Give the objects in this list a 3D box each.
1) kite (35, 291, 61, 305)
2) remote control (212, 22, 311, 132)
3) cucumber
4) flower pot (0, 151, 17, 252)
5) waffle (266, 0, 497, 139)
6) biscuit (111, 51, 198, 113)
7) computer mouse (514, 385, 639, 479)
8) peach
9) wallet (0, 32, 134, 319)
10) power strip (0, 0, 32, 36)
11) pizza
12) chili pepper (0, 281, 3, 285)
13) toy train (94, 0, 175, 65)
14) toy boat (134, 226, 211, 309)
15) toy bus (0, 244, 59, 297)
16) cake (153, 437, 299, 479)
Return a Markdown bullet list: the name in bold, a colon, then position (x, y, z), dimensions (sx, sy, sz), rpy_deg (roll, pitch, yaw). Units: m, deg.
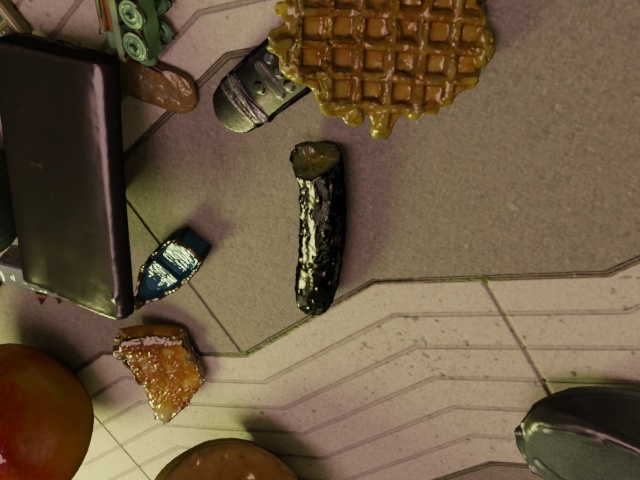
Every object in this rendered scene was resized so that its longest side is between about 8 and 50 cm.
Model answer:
- **kite**: position (-0.523, 0.086, 1.625), dimensions (0.090, 0.004, 0.122), rpy_deg (47, 132, -12)
- **remote control**: position (-0.044, -0.221, 1.100), dimensions (0.266, 0.066, 0.090), rpy_deg (-28, 96, 44)
- **cucumber**: position (0.000, 0.000, 1.238), dimensions (0.081, 0.072, 0.303), rpy_deg (21, 134, 25)
- **flower pot**: position (-0.598, -0.082, 1.425), dimensions (0.189, 0.157, 0.243), rpy_deg (-5, 122, 29)
- **waffle**: position (0.077, -0.236, 0.963), dimensions (0.243, 0.059, 0.238), rpy_deg (-37, 113, 13)
- **biscuit**: position (-0.240, -0.225, 1.220), dimensions (0.147, 0.018, 0.071), rpy_deg (21, 135, 10)
- **computer mouse**: position (0.469, 0.321, 1.226), dimensions (0.374, 0.114, 0.203), rpy_deg (23, 136, 20)
- **peach**: position (-0.608, 0.357, 1.679), dimensions (0.307, 0.308, 0.332), rpy_deg (4, 158, 25)
- **wallet**: position (-0.377, -0.090, 1.275), dimensions (0.228, 0.062, 0.406), rpy_deg (17, 121, 24)
- **power strip**: position (-0.503, -0.301, 1.287), dimensions (0.169, 0.028, 0.076), rpy_deg (-21, 115, 38)
- **pizza**: position (-0.284, 0.235, 1.584), dimensions (0.147, 0.069, 0.226), rpy_deg (-18, 121, 12)
- **chili pepper**: position (-0.806, 0.083, 1.729), dimensions (0.368, 0.092, 0.137), rpy_deg (18, 105, 8)
- **toy train**: position (-0.258, -0.316, 1.125), dimensions (0.118, 0.074, 0.176), rpy_deg (24, 139, 22)
- **toy boat**: position (-0.255, 0.052, 1.409), dimensions (0.075, 0.077, 0.185), rpy_deg (44, 133, -12)
- **toy bus**: position (-0.484, 0.056, 1.533), dimensions (0.190, 0.075, 0.064), rpy_deg (12, 130, 20)
- **cake**: position (-0.185, 0.539, 1.647), dimensions (0.332, 0.332, 0.321), rpy_deg (36, 164, -3)
